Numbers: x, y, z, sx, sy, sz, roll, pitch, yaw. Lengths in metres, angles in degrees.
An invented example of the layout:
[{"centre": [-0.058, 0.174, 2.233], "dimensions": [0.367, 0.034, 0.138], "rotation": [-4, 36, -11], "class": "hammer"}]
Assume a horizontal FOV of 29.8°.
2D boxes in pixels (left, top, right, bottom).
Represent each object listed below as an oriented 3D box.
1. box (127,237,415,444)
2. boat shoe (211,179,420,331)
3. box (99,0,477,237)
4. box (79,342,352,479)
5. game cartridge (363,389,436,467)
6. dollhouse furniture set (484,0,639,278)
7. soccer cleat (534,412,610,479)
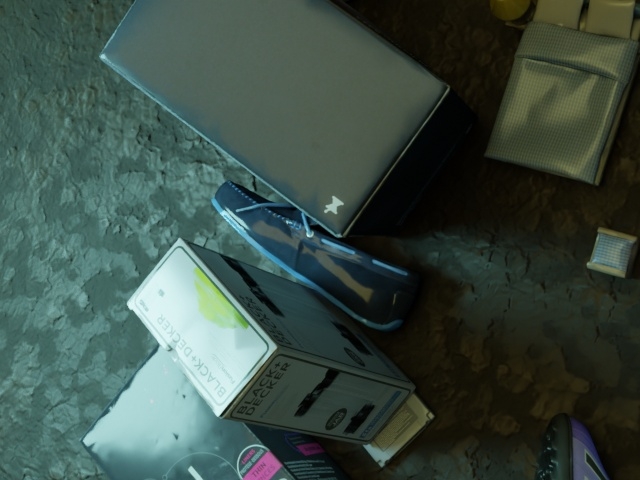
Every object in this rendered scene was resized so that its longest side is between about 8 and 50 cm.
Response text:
[{"centre": [-0.041, 0.110, 1.219], "dimensions": [0.087, 0.290, 0.169], "rotation": [-50, 57, 10], "class": "box"}, {"centre": [0.000, 0.000, 1.343], "dimensions": [0.258, 0.109, 0.089], "rotation": [34, 98, 10], "class": "boat shoe"}, {"centre": [-0.014, -0.154, 1.222], "dimensions": [0.296, 0.294, 0.183], "rotation": [37, 99, 9], "class": "box"}, {"centre": [-0.104, 0.254, 1.315], "dimensions": [0.270, 0.143, 0.165], "rotation": [44, 100, 25], "class": "box"}, {"centre": [0.079, 0.199, 1.309], "dimensions": [0.083, 0.017, 0.056], "rotation": [-46, 70, 12], "class": "game cartridge"}, {"centre": [0.259, -0.112, 1.174], "dimensions": [0.303, 0.198, 0.286], "rotation": [20, 90, 27], "class": "dollhouse furniture set"}, {"centre": [0.276, 0.321, 1.151], "dimensions": [0.116, 0.108, 0.318], "rotation": [-3, 65, -1], "class": "soccer cleat"}]
